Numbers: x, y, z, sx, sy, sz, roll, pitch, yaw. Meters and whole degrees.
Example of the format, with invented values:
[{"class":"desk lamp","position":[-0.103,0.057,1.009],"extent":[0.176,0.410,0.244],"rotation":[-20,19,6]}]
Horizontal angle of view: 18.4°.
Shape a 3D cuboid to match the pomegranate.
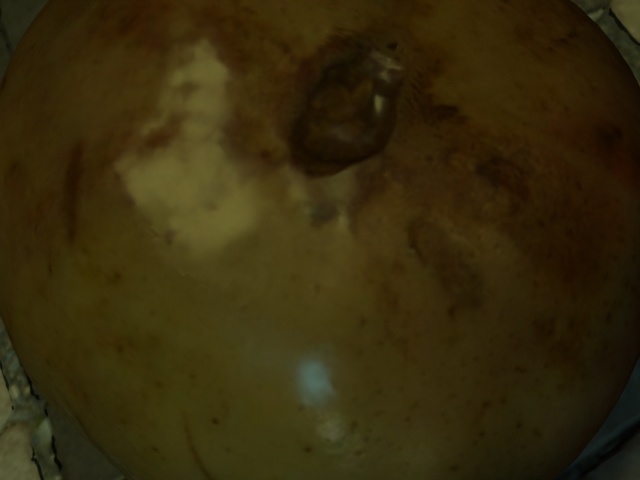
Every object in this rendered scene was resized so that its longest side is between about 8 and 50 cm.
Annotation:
[{"class":"pomegranate","position":[0.000,0.000,0.975],"extent":[0.338,0.338,0.338],"rotation":[-16,55,24]}]
